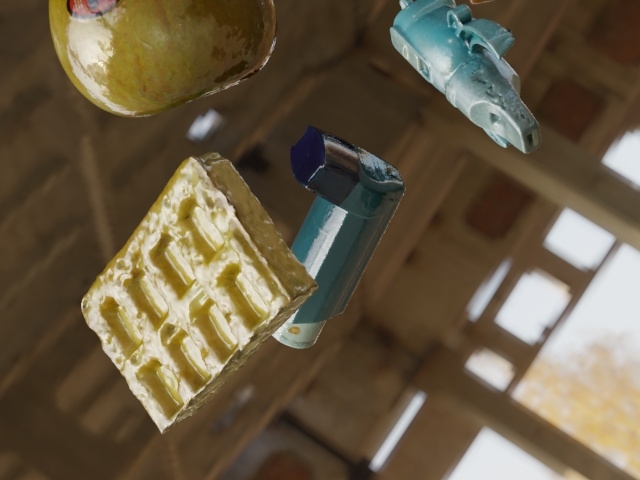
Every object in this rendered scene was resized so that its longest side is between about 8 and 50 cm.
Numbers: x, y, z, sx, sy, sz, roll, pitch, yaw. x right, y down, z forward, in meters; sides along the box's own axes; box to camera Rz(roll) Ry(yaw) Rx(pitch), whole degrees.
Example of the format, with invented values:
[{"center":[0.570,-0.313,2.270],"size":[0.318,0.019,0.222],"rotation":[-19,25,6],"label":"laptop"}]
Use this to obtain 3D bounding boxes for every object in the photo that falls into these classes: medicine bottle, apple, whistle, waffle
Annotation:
[{"center":[0.000,0.000,2.134],"size":[0.124,0.079,0.258],"rotation":[7,-54,-25],"label":"medicine bottle"},{"center":[-0.133,-0.185,1.616],"size":[0.182,0.155,0.182],"rotation":[-22,2,1],"label":"apple"},{"center":[0.173,-0.205,2.353],"size":[0.093,0.274,0.186],"rotation":[-31,-34,-13],"label":"whistle"},{"center":[-0.120,0.050,1.880],"size":[0.057,0.168,0.274],"rotation":[-23,-18,-43],"label":"waffle"}]

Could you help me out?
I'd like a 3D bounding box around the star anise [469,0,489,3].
[{"center":[0.175,-0.216,1.279],"size":[0.196,0.212,0.111],"rotation":[-28,-59,-32],"label":"star anise"}]
